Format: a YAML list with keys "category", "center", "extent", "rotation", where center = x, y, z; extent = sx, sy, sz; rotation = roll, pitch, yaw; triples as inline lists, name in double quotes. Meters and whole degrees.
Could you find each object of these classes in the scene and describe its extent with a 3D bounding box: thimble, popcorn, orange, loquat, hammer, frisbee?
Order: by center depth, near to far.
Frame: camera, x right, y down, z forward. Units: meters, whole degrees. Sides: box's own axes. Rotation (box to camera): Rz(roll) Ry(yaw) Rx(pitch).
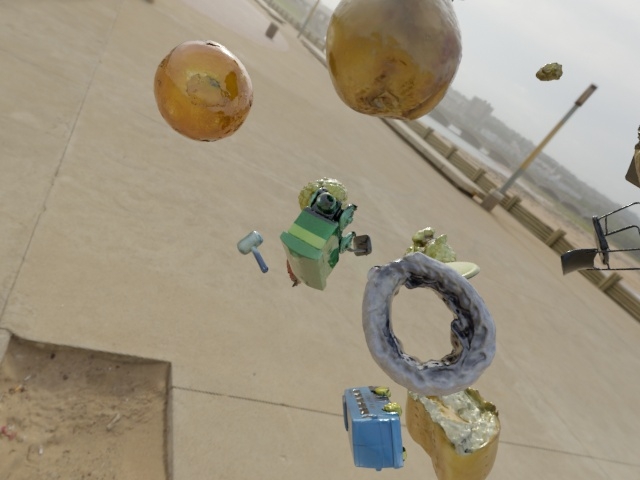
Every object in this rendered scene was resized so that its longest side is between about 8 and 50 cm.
- category: "thimble"
  center: [0.183, 0.144, 0.758]
  extent: [0.245, 0.217, 0.157]
  rotation: [64, 2, 13]
- category: "loquat"
  center: [0.145, -0.386, 0.849]
  extent: [0.276, 0.283, 0.276]
  rotation: [17, -7, 2]
- category: "orange"
  center: [-0.293, -0.373, 1.082]
  extent: [0.246, 0.246, 0.246]
  rotation: [30, 23, -14]
- category: "frisbee"
  center: [0.405, 0.110, 1.419]
  extent: [0.236, 0.236, 0.017]
  rotation: [-33, 109, -66]
- category: "hammer"
  center: [-0.269, 0.058, 1.788]
  extent: [0.194, 0.116, 0.069]
  rotation: [58, 7, 24]
- category: "popcorn"
  center: [0.495, 0.096, 1.902]
  extent: [0.235, 0.241, 0.250]
  rotation: [-29, 51, -24]
- category: "popcorn"
  center: [0.025, -0.176, 1.986]
  extent: [0.259, 0.259, 0.212]
  rotation: [12, 60, -43]

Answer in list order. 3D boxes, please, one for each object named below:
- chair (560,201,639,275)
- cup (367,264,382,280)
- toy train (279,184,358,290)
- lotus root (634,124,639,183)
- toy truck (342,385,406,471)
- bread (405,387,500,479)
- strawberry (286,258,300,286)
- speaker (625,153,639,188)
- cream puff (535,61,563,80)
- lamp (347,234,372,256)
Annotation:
- category: "chair"
  center: [0.786, 0.009, 1.202]
  extent: [0.140, 0.221, 0.145]
  rotation: [44, 41, -46]
- category: "cup"
  center: [0.230, 0.164, 1.639]
  extent: [0.116, 0.074, 0.104]
  rotation: [44, 53, -43]
- category: "toy train"
  center: [0.000, 0.000, 1.116]
  extent: [0.120, 0.202, 0.301]
  rotation: [30, -18, 15]
- category: "lotus root"
  center: [0.935, -0.200, 1.150]
  extent: [0.314, 0.141, 0.169]
  rotation: [55, 42, -30]
- category: "toy truck"
  center: [0.159, 0.559, 1.309]
  extent: [0.162, 0.161, 0.385]
  rotation: [-4, -5, -1]
- category: "bread"
  center: [0.486, 0.698, 1.571]
  extent: [0.250, 0.394, 0.361]
  rotation: [-18, 32, -14]
- category: "strawberry"
  center: [-0.091, 0.084, 1.837]
  extent: [0.138, 0.306, 0.233]
  rotation: [33, 54, 1]
- category: "speaker"
  center: [1.115, -0.227, 1.307]
  extent: [0.231, 0.153, 0.192]
  rotation: [-2, 32, -2]
- category: "cream puff"
  center: [0.825, -0.608, 1.545]
  extent: [0.083, 0.058, 0.083]
  rotation: [0, -1, -26]
- category: "lamp"
  center: [0.122, 0.011, 2.303]
  extent: [0.283, 0.203, 0.124]
  rotation: [21, 67, -42]
